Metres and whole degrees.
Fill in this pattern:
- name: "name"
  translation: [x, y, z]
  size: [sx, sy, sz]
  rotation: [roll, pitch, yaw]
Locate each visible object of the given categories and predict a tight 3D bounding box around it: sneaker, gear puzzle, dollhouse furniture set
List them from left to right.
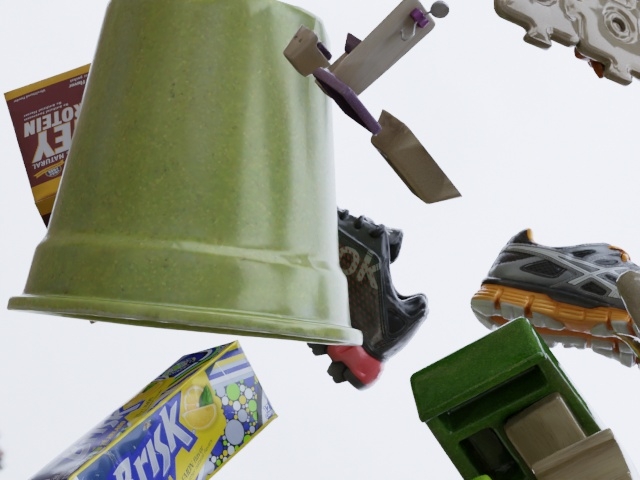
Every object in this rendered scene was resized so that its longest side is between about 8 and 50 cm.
- name: "sneaker"
  translation: [0.000, 0.000, 1.257]
  size: [0.276, 0.135, 0.097]
  rotation: [53, 4, -1]
- name: "dollhouse furniture set"
  translation: [0.053, -0.089, 0.782]
  size: [0.114, 0.081, 0.091]
  rotation: [48, -2, -34]
- name: "gear puzzle"
  translation: [0.189, -0.208, 1.087]
  size: [0.044, 0.339, 0.175]
  rotation: [-39, -140, 50]
- name: "sneaker"
  translation: [0.225, 0.044, 1.023]
  size: [0.215, 0.083, 0.084]
  rotation: [14, -27, 18]
- name: "dollhouse furniture set"
  translation: [0.226, 0.119, 0.778]
  size: [0.151, 0.301, 0.197]
  rotation: [54, 13, -32]

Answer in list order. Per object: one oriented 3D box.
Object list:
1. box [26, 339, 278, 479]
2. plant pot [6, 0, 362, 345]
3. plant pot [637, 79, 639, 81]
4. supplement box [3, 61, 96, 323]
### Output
- name: "box"
  translation: [-0.099, 0.125, 0.794]
  size: [0.054, 0.169, 0.059]
  rotation: [-20, -78, 37]
- name: "plant pot"
  translation: [-0.093, -0.056, 1.061]
  size: [0.276, 0.276, 0.254]
  rotation: [-2, -99, 50]
- name: "plant pot"
  translation: [0.416, -0.260, 1.547]
  size: [0.167, 0.165, 0.167]
  rotation: [36, 4, -3]
- name: "supplement box"
  translation: [-0.238, -0.056, 1.463]
  size: [0.194, 0.129, 0.191]
  rotation: [76, -9, -46]
